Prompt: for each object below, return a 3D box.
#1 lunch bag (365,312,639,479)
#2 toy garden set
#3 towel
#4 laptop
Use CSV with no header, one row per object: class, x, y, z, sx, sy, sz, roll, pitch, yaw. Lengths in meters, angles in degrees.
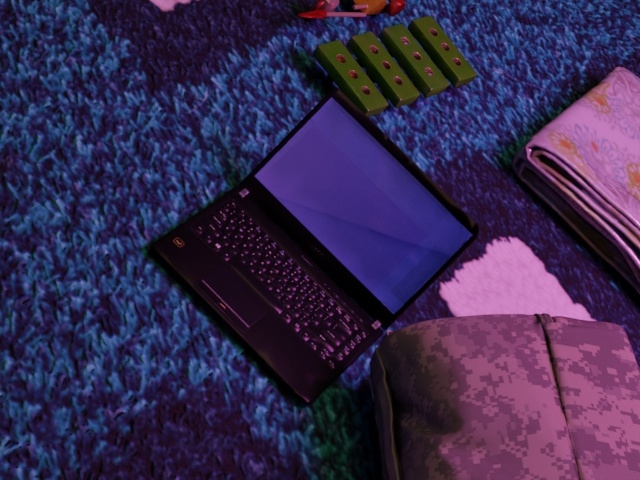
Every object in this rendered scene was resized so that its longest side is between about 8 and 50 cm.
lunch bag,0.183,0.221,1.466,0.256,0.212,0.305,7,44,-12
toy garden set,0.065,-0.256,1.950,0.244,0.049,0.204,-22,71,-47
towel,0.459,-0.076,2.061,0.320,0.090,0.374,46,39,6
laptop,0.000,0.000,1.582,0.234,0.136,0.264,45,39,6
